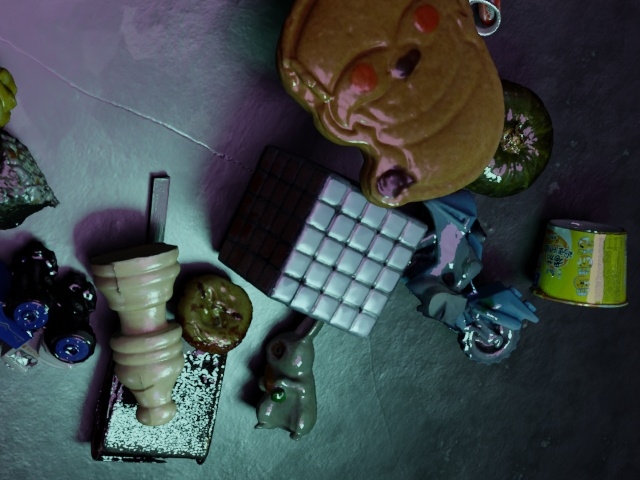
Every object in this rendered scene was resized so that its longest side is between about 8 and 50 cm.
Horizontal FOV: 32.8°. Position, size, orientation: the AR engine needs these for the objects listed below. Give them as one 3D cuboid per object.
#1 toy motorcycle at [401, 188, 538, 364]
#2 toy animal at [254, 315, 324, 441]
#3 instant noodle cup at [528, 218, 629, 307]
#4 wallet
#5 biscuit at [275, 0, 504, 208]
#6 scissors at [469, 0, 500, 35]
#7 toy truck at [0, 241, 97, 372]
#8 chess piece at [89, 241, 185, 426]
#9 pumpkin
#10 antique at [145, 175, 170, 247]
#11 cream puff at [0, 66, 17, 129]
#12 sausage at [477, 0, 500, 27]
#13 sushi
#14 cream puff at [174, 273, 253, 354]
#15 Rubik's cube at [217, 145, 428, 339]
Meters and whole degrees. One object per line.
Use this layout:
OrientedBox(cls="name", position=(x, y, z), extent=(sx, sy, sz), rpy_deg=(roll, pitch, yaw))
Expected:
OrientedBox(cls="toy motorcycle", position=(0.272, 0.060, 2.077), extent=(0.232, 0.172, 0.416), rpy_deg=(-46, 113, 3))
OrientedBox(cls="toy animal", position=(-0.052, 0.240, 2.040), extent=(0.125, 0.127, 0.251), rpy_deg=(11, 89, -17))
OrientedBox(cls="instant noodle cup", position=(0.531, 0.043, 2.189), extent=(0.205, 0.205, 0.153), rpy_deg=(0, 102, -26))
OrientedBox(cls="wallet", position=(-0.283, 0.278, 1.958), extent=(0.221, 0.071, 0.262), rpy_deg=(10, 97, -27))
OrientedBox(cls="biscuit", position=(0.123, -0.283, 1.760), extent=(0.350, 0.078, 0.455), rpy_deg=(-43, 103, -21))
OrientedBox(cls="scissors", position=(0.215, -0.440, 1.937), extent=(0.118, 0.030, 0.242), rpy_deg=(-38, 118, 19))
OrientedBox(cls="toy truck", position=(-0.474, 0.129, 1.774), extent=(0.177, 0.161, 0.213), rpy_deg=(-36, 122, 13))
OrientedBox(cls="chess piece", position=(-0.291, 0.167, 1.846), extent=(0.139, 0.124, 0.307), rpy_deg=(-16, 105, -33))
OrientedBox(cls="pumpkin", position=(0.327, -0.190, 2.023), extent=(0.223, 0.157, 0.224), rpy_deg=(-1, 94, -17))
OrientedBox(cls="antique", position=(-0.283, -0.019, 1.874), extent=(0.031, 0.015, 0.192), rpy_deg=(1, 107, -23))
OrientedBox(cls="cream puff", position=(-0.513, -0.219, 1.637), extent=(0.116, 0.146, 0.146), rpy_deg=(-13, 121, -64))
OrientedBox(cls="sausage", position=(0.305, -0.449, 1.979), extent=(0.050, 0.048, 0.145), rpy_deg=(-42, 132, -52))
OrientedBox(cls="sushi", position=(-0.484, -0.089, 1.630), extent=(0.126, 0.225, 0.136), rpy_deg=(-30, 89, 2))
OrientedBox(cls="cream puff", position=(-0.194, 0.131, 1.925), extent=(0.149, 0.084, 0.149), rpy_deg=(10, 70, -28))
OrientedBox(cls="Rubik's cube", position=(0.000, 0.000, 1.889), extent=(0.237, 0.237, 0.238), rpy_deg=(24, 96, -33))
